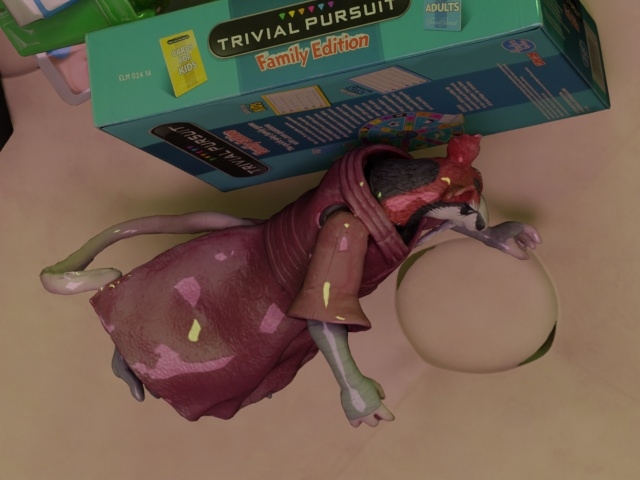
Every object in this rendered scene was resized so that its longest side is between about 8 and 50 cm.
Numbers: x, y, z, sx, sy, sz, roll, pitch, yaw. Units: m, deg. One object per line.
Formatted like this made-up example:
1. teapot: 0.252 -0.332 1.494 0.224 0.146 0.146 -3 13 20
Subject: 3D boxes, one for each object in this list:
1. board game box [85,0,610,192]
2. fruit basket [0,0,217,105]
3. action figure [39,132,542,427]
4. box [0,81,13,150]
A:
1. board game box: 0.029 -0.129 1.451 0.336 0.254 0.079 -11 77 17
2. fruit basket: -0.127 -0.300 1.419 0.353 0.165 0.327 -23 115 19
3. action figure: 0.000 0.000 1.556 0.276 0.248 0.370 47 129 -3
4. box: -0.365 -0.166 1.541 0.143 0.165 0.270 -2 121 12
